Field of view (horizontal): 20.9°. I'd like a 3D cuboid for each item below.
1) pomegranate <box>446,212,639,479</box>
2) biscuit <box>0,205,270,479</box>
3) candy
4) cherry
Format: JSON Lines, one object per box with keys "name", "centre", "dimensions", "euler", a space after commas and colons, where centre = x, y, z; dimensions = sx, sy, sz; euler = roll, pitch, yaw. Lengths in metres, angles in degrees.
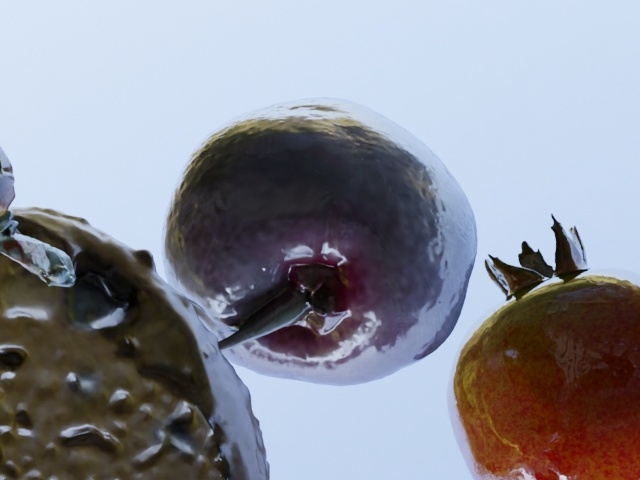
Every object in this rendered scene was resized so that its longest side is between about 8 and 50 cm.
{"name": "pomegranate", "centre": [0.201, 0.109, 1.344], "dimensions": [0.221, 0.221, 0.256], "euler": [-22, -108, 17]}
{"name": "biscuit", "centre": [-0.158, 0.119, 0.973], "dimensions": [0.296, 0.296, 0.075], "euler": [-14, -172, 24]}
{"name": "candy", "centre": [-0.182, -0.038, 0.824], "dimensions": [0.046, 0.182, 0.053], "euler": [-26, -142, 17]}
{"name": "cherry", "centre": [0.000, 0.000, 1.188], "dimensions": [0.213, 0.183, 0.266], "euler": [18, -138, -5]}
